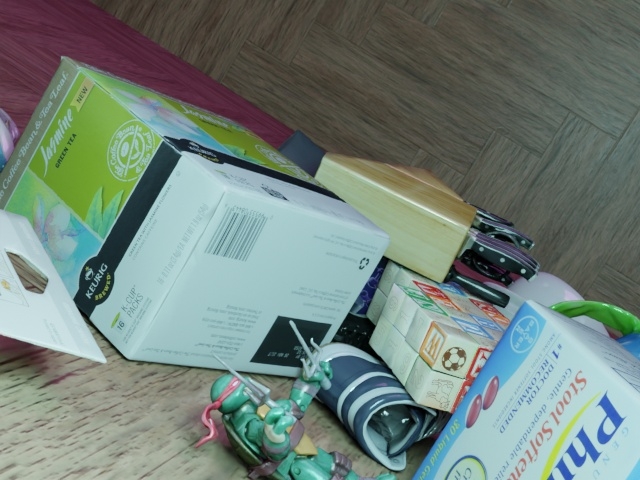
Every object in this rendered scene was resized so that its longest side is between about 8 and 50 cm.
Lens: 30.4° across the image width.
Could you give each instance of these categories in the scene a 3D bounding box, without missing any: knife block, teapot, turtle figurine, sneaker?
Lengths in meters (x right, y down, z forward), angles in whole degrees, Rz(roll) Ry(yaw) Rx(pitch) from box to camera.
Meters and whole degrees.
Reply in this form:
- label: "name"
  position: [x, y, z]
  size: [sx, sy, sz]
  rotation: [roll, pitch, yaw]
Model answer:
- label: "knife block"
  position: [0.142, -0.007, 1.536]
  size: [0.275, 0.088, 0.242]
  rotation: [7, 27, -37]
- label: "teapot"
  position: [0.380, 0.190, 2.098]
  size: [0.252, 0.187, 0.256]
  rotation: [52, -12, 10]
- label: "turtle figurine"
  position: [-0.026, 0.182, 1.129]
  size: [0.234, 0.118, 0.175]
  rotation: [45, 24, -8]
- label: "sneaker"
  position: [0.015, 0.133, 1.606]
  size: [0.217, 0.079, 0.121]
  rotation: [24, 13, 8]
- label: "sneaker"
  position: [0.120, 0.214, 1.438]
  size: [0.282, 0.099, 0.153]
  rotation: [18, 14, -36]
- label: "sneaker"
  position: [-0.435, -0.137, 1.540]
  size: [0.092, 0.087, 0.229]
  rotation: [25, 14, -41]

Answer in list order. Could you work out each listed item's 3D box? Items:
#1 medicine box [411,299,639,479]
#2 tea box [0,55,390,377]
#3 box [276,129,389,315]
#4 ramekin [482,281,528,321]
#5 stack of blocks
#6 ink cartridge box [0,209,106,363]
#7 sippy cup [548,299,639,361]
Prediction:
- label: "medicine box"
  position: [0.261, 0.250, 1.213]
  size: [0.149, 0.263, 0.289]
  rotation: [25, 12, -27]
- label: "tea box"
  position: [-0.157, -0.020, 1.406]
  size: [0.323, 0.220, 0.329]
  rotation: [37, 12, 33]
- label: "box"
  position: [0.000, 0.000, 1.694]
  size: [0.261, 0.184, 0.103]
  rotation: [41, 37, 0]
- label: "ramekin"
  position: [0.310, 0.165, 1.821]
  size: [0.207, 0.109, 0.207]
  rotation: [30, 12, -7]
- label: "stack of blocks"
  position: [0.155, 0.119, 1.461]
  size: [0.171, 0.087, 0.297]
  rotation: [18, 13, -22]
- label: "ink cartridge box"
  position: [-0.357, 0.025, 1.054]
  size: [0.261, 0.066, 0.296]
  rotation: [24, 13, -36]
- label: "sippy cup"
  position: [0.361, 0.243, 1.564]
  size: [0.224, 0.240, 0.305]
  rotation: [-5, 27, -7]
